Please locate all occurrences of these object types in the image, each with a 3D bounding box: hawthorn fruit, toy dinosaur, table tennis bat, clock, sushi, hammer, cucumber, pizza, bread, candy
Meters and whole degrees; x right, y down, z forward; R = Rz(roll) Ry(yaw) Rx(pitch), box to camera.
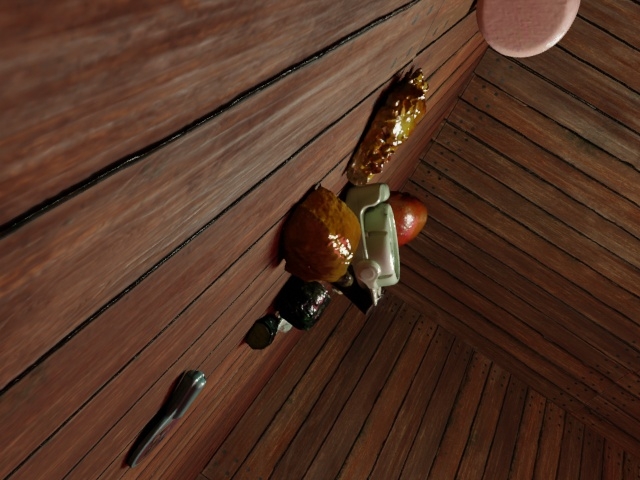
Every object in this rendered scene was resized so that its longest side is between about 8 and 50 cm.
[{"bbox_3d":[0.323,-0.071,2.262,0.254,0.254,0.300,-38,149,-68],"label":"hawthorn fruit"},{"bbox_3d":[-0.124,0.284,1.711,0.167,0.053,0.242,-51,172,-27],"label":"toy dinosaur"},{"bbox_3d":[-0.280,0.326,0.946,0.244,0.040,0.153,-54,174,24],"label":"table tennis bat"},{"bbox_3d":[0.150,0.006,1.398,0.265,0.108,0.324,-34,117,-76],"label":"clock"},{"bbox_3d":[-0.050,0.182,1.444,0.127,0.124,0.225,-54,173,-18],"label":"sushi"},{"bbox_3d":[0.040,0.092,1.445,0.095,0.242,0.409,-50,159,3],"label":"hammer"},{"bbox_3d":[-0.142,0.249,1.386,0.078,0.062,0.211,-56,173,0],"label":"cucumber"},{"bbox_3d":[0.158,-0.247,1.084,0.289,0.081,0.229,-54,173,-3],"label":"pizza"},{"bbox_3d":[0.007,0.007,1.003,0.129,0.134,0.260,-54,173,-22],"label":"bread"},{"bbox_3d":[0.530,-0.597,1.295,0.094,0.255,0.255,-48,169,-44],"label":"candy"}]

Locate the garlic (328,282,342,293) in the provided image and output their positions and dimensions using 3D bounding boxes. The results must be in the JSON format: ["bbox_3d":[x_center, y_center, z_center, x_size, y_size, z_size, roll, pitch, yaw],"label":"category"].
[{"bbox_3d":[0.079,0.085,1.788,0.266,0.148,0.128,111,-16,-62],"label":"garlic"}]

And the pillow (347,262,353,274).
[{"bbox_3d":[0.066,0.006,1.468,0.059,0.169,0.255,-19,-179,13],"label":"pillow"}]
